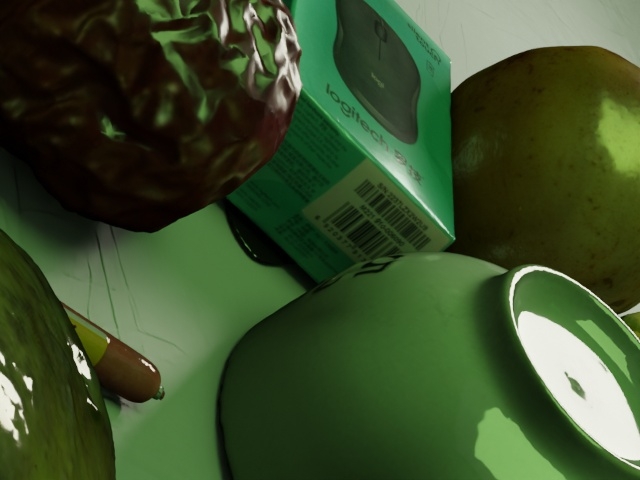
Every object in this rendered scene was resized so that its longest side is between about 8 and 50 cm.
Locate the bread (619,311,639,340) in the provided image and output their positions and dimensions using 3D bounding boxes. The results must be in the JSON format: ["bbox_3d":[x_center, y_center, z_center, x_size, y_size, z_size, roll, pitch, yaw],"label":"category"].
[{"bbox_3d":[0.281,0.198,1.365,0.270,0.148,0.270,39,34,-33],"label":"bread"}]

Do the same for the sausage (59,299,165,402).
[{"bbox_3d":[-0.169,0.038,0.884,0.223,0.029,0.029,38,30,-33],"label":"sausage"}]

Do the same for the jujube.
[{"bbox_3d":[-0.121,-0.129,0.986,0.232,0.213,0.213,55,25,-5],"label":"jujube"}]

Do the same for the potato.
[{"bbox_3d":[-0.161,0.073,0.623,0.269,0.112,0.255,59,-1,-5],"label":"potato"}]

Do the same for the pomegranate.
[{"bbox_3d":[0.214,-0.041,1.380,0.264,0.264,0.264,41,28,-28],"label":"pomegranate"}]

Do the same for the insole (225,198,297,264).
[{"bbox_3d":[0.000,0.000,1.266,0.253,0.005,0.086,13,47,-57],"label":"insole"}]

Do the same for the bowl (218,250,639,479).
[{"bbox_3d":[0.123,0.138,1.049,0.354,0.185,0.354,33,31,-23],"label":"bowl"}]

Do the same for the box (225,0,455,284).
[{"bbox_3d":[0.007,-0.114,1.277,0.205,0.118,0.311,46,25,-23],"label":"box"}]
